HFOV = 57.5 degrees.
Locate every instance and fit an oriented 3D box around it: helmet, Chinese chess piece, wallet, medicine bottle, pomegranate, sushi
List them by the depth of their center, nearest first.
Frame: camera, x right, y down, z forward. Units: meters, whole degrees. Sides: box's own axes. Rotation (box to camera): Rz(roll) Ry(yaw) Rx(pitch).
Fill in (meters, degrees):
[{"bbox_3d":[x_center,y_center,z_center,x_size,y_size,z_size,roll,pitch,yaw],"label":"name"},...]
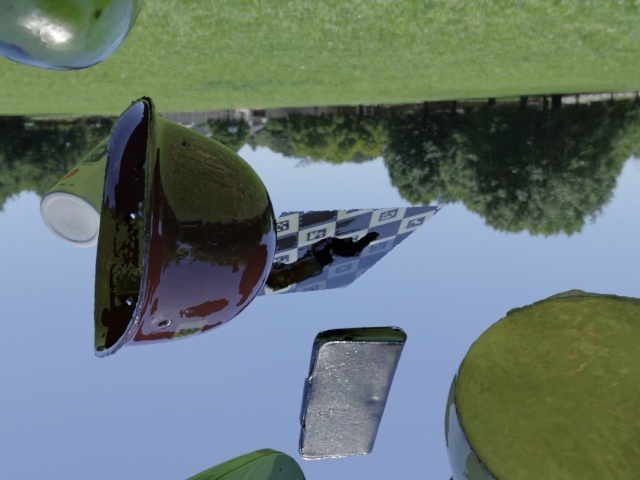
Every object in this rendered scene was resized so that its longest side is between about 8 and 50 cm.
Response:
[{"bbox_3d":[-0.079,-0.007,0.366,0.106,0.154,0.175,4,153,-25],"label":"helmet"},{"bbox_3d":[-0.207,-0.246,0.449,0.187,0.225,0.187,32,175,3],"label":"pomegranate"},{"bbox_3d":[0.306,0.206,0.632,0.339,0.140,0.338,-11,-146,8],"label":"Chinese chess piece"},{"bbox_3d":[0.000,0.000,0.956,0.294,0.059,0.292,-2,151,-34],"label":"sushi"},{"bbox_3d":[0.049,0.295,1.103,0.173,0.317,0.045,0,-148,-14],"label":"wallet"},{"bbox_3d":[-0.424,-0.134,1.200,0.131,0.130,0.340,2,-145,13],"label":"medicine bottle"}]

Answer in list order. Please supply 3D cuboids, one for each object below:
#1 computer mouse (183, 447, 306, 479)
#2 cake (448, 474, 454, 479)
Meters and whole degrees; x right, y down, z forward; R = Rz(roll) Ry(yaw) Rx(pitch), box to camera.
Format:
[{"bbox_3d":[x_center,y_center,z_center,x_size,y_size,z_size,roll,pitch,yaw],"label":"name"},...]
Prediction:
[{"bbox_3d":[-0.138,0.353,0.653,0.289,0.159,0.097,-21,-152,-14],"label":"computer mouse"},{"bbox_3d":[0.275,0.482,0.966,0.185,0.178,0.208,29,-139,21],"label":"cake"}]
